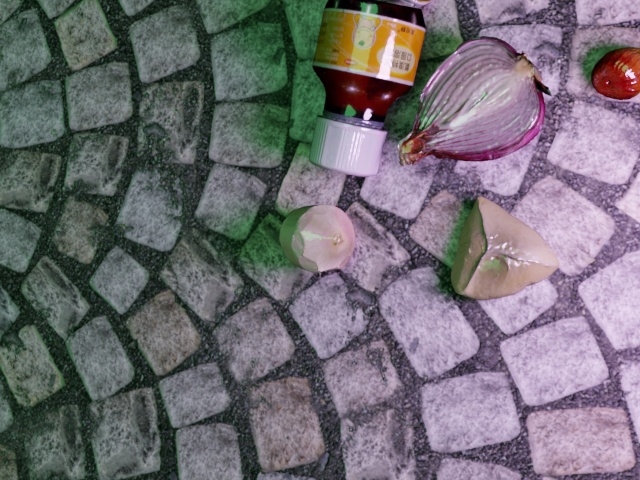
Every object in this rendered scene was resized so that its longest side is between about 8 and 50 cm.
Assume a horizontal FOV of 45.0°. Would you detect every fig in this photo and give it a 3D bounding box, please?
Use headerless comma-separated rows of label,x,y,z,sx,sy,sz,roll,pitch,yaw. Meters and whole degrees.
fig,0.650,-0.374,1.637,0.119,0.119,0.153,34,96,16

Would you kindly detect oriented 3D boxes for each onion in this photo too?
onion,0.334,-0.272,1.713,0.348,0.159,0.267,-32,67,21

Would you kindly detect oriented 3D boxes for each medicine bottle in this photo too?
medicine bottle,0.096,-0.349,1.761,0.242,0.242,0.395,13,105,18

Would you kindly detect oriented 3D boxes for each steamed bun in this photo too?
steamed bun,0.383,0.045,1.703,0.231,0.110,0.212,38,99,19

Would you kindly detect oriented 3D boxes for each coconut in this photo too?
coconut,0.000,0.000,1.782,0.183,0.170,0.171,16,93,60

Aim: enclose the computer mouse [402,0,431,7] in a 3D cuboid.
computer mouse,0.160,-0.625,1.814,0.245,0.126,0.056,34,135,17
